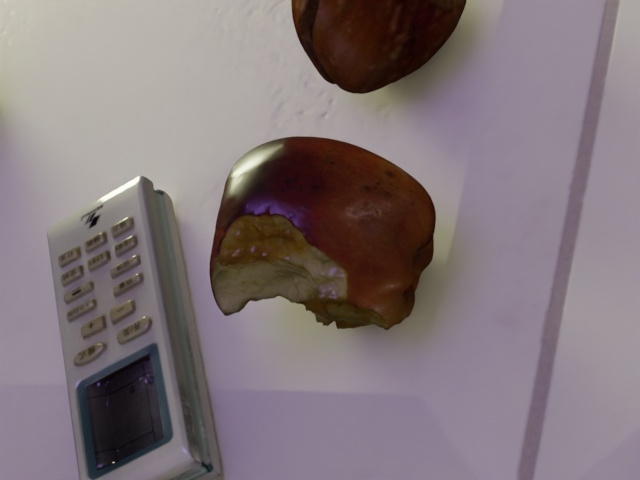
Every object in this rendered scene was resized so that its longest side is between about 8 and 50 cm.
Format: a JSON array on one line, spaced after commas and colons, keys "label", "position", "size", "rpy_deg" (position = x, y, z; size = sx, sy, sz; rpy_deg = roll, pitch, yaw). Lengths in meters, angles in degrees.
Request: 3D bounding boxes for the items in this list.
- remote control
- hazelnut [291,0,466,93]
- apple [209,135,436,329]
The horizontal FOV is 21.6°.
[{"label": "remote control", "position": [-0.154, 0.082, 1.338], "size": [0.103, 0.055, 0.277], "rpy_deg": [-28, 51, 18]}, {"label": "hazelnut", "position": [0.042, -0.192, 1.334], "size": [0.143, 0.143, 0.154], "rpy_deg": [-27, 44, 18]}, {"label": "apple", "position": [0.004, -0.006, 1.228], "size": [0.158, 0.156, 0.147], "rpy_deg": [6, 64, 4]}]
